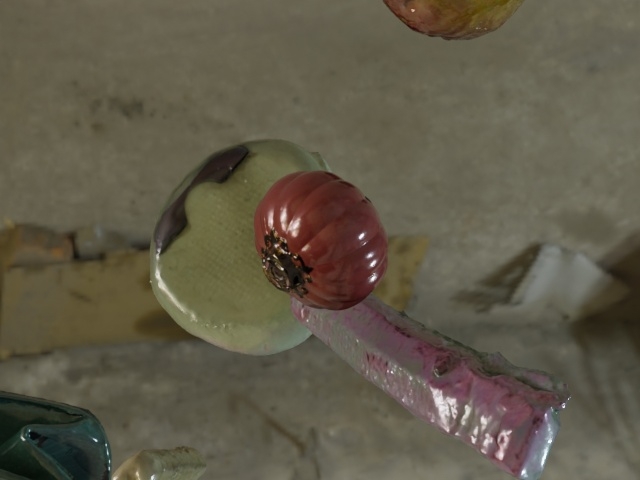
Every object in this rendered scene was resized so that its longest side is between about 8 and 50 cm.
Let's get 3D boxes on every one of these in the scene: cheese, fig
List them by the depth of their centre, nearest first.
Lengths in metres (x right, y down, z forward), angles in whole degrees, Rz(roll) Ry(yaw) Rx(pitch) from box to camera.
[{"bbox_3d":[0.155,-0.304,1.155,0.159,0.159,0.257,15,128,-35],"label":"fig"},{"bbox_3d":[-0.175,0.253,1.388,0.065,0.043,0.194,-39,168,5],"label":"cheese"}]

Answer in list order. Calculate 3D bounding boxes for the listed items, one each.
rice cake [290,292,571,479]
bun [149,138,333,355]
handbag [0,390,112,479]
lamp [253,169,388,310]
[{"bbox_3d":[0.073,0.081,0.942,0.051,0.290,0.081,37,88,-37],"label":"rice cake"},{"bbox_3d":[-0.074,0.017,1.729,0.293,0.293,0.187,-23,163,14],"label":"bun"},{"bbox_3d":[-0.283,0.214,0.926,0.274,0.100,0.269,13,121,6],"label":"handbag"},{"bbox_3d":[0.000,0.000,0.930,0.092,0.107,0.107,-38,157,-31],"label":"lamp"}]
